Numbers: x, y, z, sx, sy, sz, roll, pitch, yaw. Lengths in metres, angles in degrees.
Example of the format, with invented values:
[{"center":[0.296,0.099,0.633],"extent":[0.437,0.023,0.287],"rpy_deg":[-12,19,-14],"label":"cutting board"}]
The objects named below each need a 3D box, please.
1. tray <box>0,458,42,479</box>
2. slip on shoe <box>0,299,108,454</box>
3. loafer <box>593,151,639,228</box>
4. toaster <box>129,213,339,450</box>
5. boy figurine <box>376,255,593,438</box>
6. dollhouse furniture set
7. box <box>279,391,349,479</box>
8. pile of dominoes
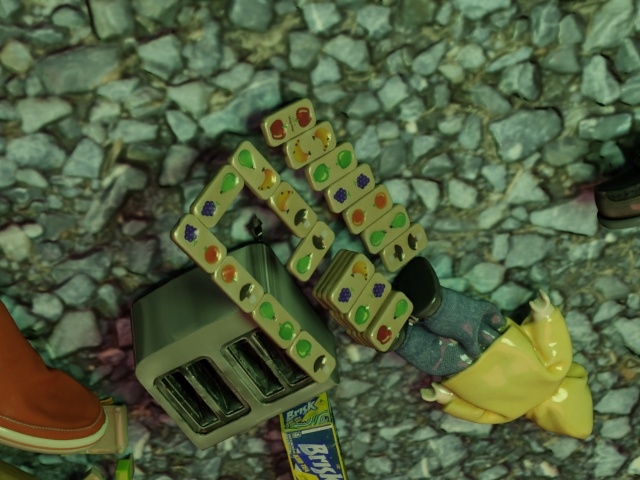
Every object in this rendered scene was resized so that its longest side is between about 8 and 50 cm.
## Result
[{"center":[-0.406,0.313,1.444],"extent":[0.411,0.076,0.203],"rpy_deg":[31,101,-17],"label":"tray"},{"center":[-0.335,0.104,1.351],"extent":[0.331,0.123,0.101],"rpy_deg":[38,109,-25],"label":"slip on shoe"},{"center":[0.394,-0.108,1.326],"extent":[0.302,0.109,0.095],"rpy_deg":[-23,107,1],"label":"loafer"},{"center":[-0.088,0.101,1.387],"extent":[0.168,0.110,0.186],"rpy_deg":[-27,126,10],"label":"toaster"},{"center":[0.193,0.122,1.458],"extent":[0.285,0.092,0.177],"rpy_deg":[28,117,-27],"label":"boy figurine"},{"center":[-0.243,0.234,1.515],"extent":[0.076,0.058,0.152],"rpy_deg":[-1,108,1],"label":"dollhouse furniture set"},{"center":[-0.003,0.249,1.543],"extent":[0.059,0.054,0.169],"rpy_deg":[-12,128,1],"label":"box"},{"center":[0.000,0.000,1.296],"extent":[0.251,0.040,0.196],"rpy_deg":[47,67,-33],"label":"pile of dominoes"}]
